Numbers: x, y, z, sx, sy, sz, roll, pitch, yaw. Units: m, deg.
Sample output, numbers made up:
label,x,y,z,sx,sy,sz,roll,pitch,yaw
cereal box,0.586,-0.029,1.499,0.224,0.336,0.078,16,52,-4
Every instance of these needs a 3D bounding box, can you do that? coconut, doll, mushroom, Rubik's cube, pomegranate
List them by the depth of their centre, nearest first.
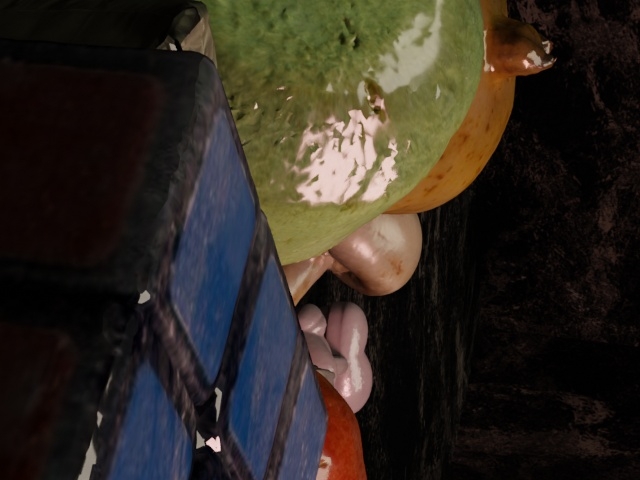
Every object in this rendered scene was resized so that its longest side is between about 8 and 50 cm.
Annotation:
label,x,y,z,sx,sy,sz,roll,pitch,yaw
Rubik's cube,-0.184,0.119,0.547,0.301,0.303,0.305,76,26,-57
coconut,-0.049,-0.123,0.982,0.281,0.328,0.328,56,19,-2
pomegranate,0.055,-0.183,1.332,0.342,0.342,0.342,7,90,-77
mushroom,0.000,0.000,1.572,0.215,0.207,0.207,-47,157,-11
doll,0.002,0.158,1.797,0.365,0.094,0.160,-1,89,-78

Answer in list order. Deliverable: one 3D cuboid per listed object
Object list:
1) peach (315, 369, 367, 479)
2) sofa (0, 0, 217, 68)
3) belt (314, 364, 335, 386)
label,x,y,z,sx,sy,sz,roll,pitch,yaw
peach,-0.095,0.204,1.181,0.232,0.256,0.232,22,-65,57
sofa,-0.142,-0.071,0.797,0.176,0.225,0.210,-62,152,-49
belt,-0.058,0.162,1.437,0.230,0.139,0.126,22,76,-74
